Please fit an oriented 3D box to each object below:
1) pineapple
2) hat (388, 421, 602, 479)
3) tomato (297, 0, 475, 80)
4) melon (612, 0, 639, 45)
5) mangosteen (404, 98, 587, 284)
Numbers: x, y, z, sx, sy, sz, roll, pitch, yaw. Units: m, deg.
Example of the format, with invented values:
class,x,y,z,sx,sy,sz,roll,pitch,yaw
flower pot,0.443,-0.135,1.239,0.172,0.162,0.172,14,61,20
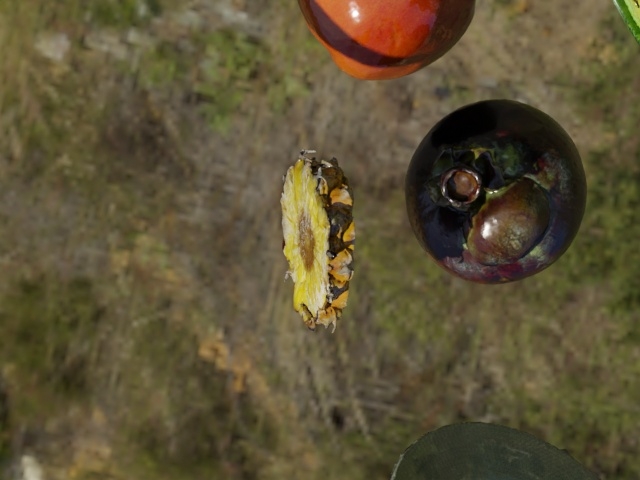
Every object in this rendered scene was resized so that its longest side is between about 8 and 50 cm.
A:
class,x,y,z,sx,sy,sz,roll,pitch,yaw
pineapple,0.000,0.000,1.717,0.047,0.221,0.221,-3,173,-15
hat,0.138,0.281,1.203,0.257,0.257,0.130,15,131,-22
tomato,0.085,-0.326,1.911,0.180,0.259,0.260,-22,149,40
melon,0.410,-0.274,1.630,0.169,0.265,0.129,-27,149,-1
mangosteen,0.204,-0.068,1.867,0.231,0.231,0.289,7,170,20
